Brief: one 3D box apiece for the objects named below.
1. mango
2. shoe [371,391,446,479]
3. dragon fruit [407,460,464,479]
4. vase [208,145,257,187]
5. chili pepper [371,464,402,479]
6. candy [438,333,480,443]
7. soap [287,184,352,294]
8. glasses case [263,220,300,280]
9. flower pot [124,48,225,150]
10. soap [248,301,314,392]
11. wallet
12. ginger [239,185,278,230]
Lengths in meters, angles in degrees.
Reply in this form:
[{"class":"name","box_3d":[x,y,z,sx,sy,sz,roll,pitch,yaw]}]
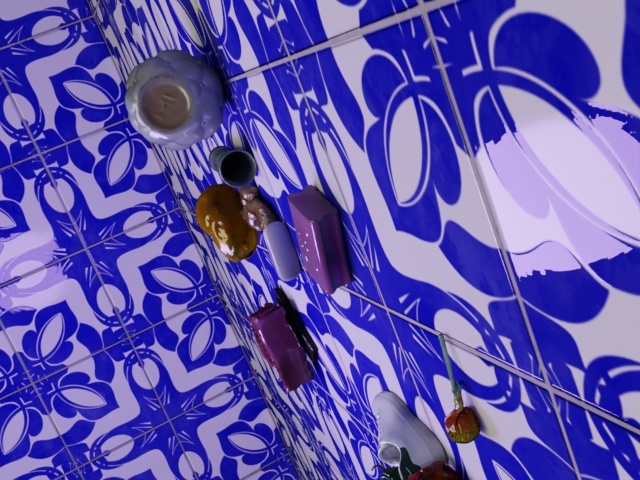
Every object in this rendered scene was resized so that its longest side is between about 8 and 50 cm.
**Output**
[{"class":"mango","box_3d":[-0.270,-0.052,2.126,0.248,0.156,0.151,65,-174,17]},{"class":"shoe","box_3d":[0.154,0.411,1.571,0.265,0.110,0.095,28,142,62]},{"class":"dragon fruit","box_3d":[0.248,0.487,1.441,0.147,0.096,0.102,38,-169,-30]},{"class":"vase","box_3d":[-0.239,-0.202,1.941,0.096,0.096,0.219,70,167,-19]},{"class":"chili pepper","box_3d":[0.217,0.612,1.762,0.279,0.065,0.122,47,154,38]},{"class":"candy","box_3d":[0.218,0.244,1.216,0.060,0.061,0.200,-157,51,-68]},{"class":"soap","box_3d":[0.000,0.000,1.508,0.122,0.066,0.203,48,157,47]},{"class":"glasses case","box_3d":[-0.097,0.028,1.880,0.041,0.063,0.164,38,150,60]},{"class":"flower pot","box_3d":[-0.352,-0.340,1.799,0.195,0.246,0.246,-83,-27,-72]},{"class":"soap","box_3d":[-0.125,0.305,2.240,0.182,0.112,0.289,45,160,44]},{"class":"wallet","box_3d":[-0.078,0.258,2.257,0.244,0.025,0.124,55,166,24]},{"class":"ginger","box_3d":[-0.162,-0.065,1.970,0.214,0.059,0.133,48,150,42]}]
